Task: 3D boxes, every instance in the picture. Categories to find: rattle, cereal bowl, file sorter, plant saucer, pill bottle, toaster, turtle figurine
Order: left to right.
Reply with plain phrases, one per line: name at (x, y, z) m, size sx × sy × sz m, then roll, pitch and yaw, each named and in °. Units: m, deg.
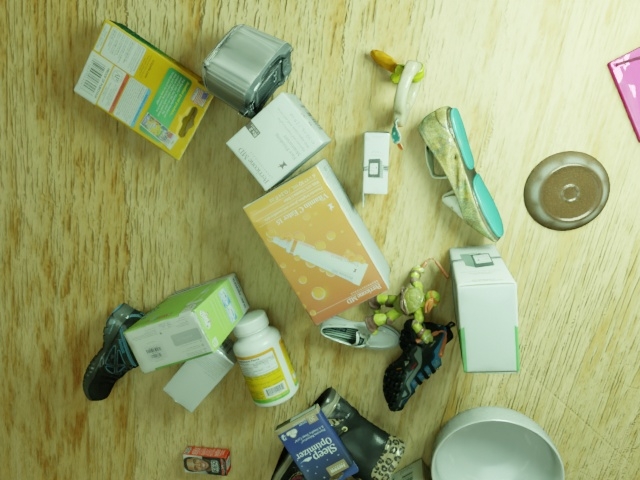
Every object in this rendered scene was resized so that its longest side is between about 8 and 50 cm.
toaster at (-0.176, -0.395, 1.124) m, size 0.147 × 0.129 × 0.227 m, roll 31°, pitch 72°, yaw 6°
pill bottle at (-0.162, 0.325, 1.338) m, size 0.137 × 0.136 × 0.245 m, roll -16°, pitch 101°, yaw 13°
rattle at (0.157, -0.331, 1.127) m, size 0.143 × 0.130 × 0.199 m, roll 17°, pitch 113°, yaw 2°
turtle figurine at (0.217, 0.174, 1.207) m, size 0.217 × 0.269 × 0.087 m, roll -23°, pitch 141°, yaw 33°
cereal bowl at (0.469, 0.596, 1.311) m, size 0.339 × 0.141 × 0.338 m, roll 2°, pitch 104°, yaw 8°
plant saucer at (0.599, -0.115, 1.156) m, size 0.199 × 0.036 × 0.198 m, roll 2°, pitch 106°, yaw 9°
file sorter at (0.810, -0.355, 0.982) m, size 0.291 × 0.182 × 0.202 m, roll -26°, pitch 99°, yaw 14°

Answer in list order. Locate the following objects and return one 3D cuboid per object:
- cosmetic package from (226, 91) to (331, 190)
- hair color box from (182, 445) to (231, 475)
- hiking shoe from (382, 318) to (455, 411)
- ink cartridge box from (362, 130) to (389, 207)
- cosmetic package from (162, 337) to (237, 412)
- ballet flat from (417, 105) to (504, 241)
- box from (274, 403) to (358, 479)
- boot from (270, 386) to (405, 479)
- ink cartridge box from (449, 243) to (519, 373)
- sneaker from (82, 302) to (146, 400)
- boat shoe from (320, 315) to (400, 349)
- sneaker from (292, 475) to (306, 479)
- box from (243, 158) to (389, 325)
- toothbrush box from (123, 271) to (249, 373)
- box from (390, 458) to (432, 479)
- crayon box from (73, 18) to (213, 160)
cosmetic package at (-0.097, -0.242, 1.168) m, size 0.184 × 0.151 × 0.151 m, roll -38°, pitch 95°, yaw 16°
hair color box at (-0.360, 0.699, 1.517) m, size 0.141 × 0.043 × 0.071 m, roll 0°, pitch 106°, yaw 9°
hiking shoe at (0.264, 0.351, 1.294) m, size 0.132 × 0.113 × 0.304 m, roll 7°, pitch 119°, yaw -16°
ink cartridge box at (0.137, -0.175, 1.176) m, size 0.060 × 0.104 × 0.180 m, roll 2°, pitch 106°, yaw 7°
cosmetic package at (-0.347, 0.383, 1.412) m, size 0.117 × 0.085 × 0.231 m, roll 41°, pitch 109°, yaw -3°
ballet flat at (0.333, -0.149, 1.158) m, size 0.123 × 0.123 × 0.348 m, roll -23°, pitch 101°, yaw 14°
box at (-0.007, 0.576, 1.307) m, size 0.136 × 0.036 × 0.225 m, roll -32°, pitch 94°, yaw 7°
boot at (0.042, 0.644, 1.398) m, size 0.284 × 0.138 × 0.377 m, roll 32°, pitch 102°, yaw 0°
ink cartridge box at (0.379, 0.149, 1.130) m, size 0.122 × 0.289 × 0.211 m, roll -5°, pitch 104°, yaw 13°
sneaker at (-0.596, 0.357, 1.422) m, size 0.140 × 0.125 × 0.340 m, roll 26°, pitch 109°, yaw -4°
boat shoe at (0.106, 0.266, 1.312) m, size 0.227 × 0.076 × 0.083 m, roll 8°, pitch 106°, yaw 7°
sneaker at (-0.078, 0.785, 1.502) m, size 0.119 × 0.047 × 0.057 m, roll -39°, pitch 115°, yaw 18°
box at (0.000, 0.000, 1.210) m, size 0.215 × 0.168 × 0.345 m, roll -29°, pitch 99°, yaw 15°
toothbrush box at (-0.337, 0.206, 1.257) m, size 0.206 × 0.283 × 0.122 m, roll -19°, pitch 102°, yaw 13°
box at (0.342, 0.815, 1.388) m, size 0.121 × 0.148 × 0.311 m, roll -38°, pitch 98°, yaw 16°
crayon box at (-0.435, -0.377, 1.221) m, size 0.323 × 0.083 × 0.203 m, roll 34°, pitch 107°, yaw -1°
